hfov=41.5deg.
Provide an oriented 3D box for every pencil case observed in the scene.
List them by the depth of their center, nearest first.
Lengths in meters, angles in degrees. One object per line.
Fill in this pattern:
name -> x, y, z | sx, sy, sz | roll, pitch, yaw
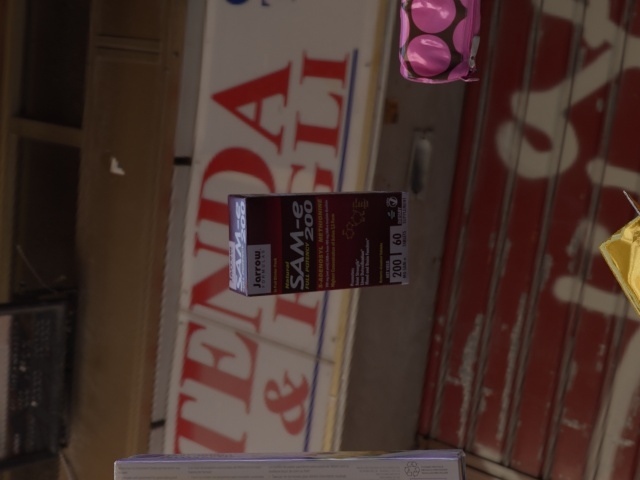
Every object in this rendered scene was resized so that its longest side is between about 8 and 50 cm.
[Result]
pencil case -> 0.145, -0.287, 0.969 | 0.095, 0.098, 0.209 | -21, -57, -31

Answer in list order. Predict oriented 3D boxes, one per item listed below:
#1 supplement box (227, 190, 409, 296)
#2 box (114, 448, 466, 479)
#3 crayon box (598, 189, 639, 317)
supplement box -> 0.000, 0.000, 1.127 | 0.239, 0.073, 0.130 | -4, -84, -25
box -> -0.028, 0.228, 0.774 | 0.063, 0.323, 0.067 | 29, -123, -75
crayon box -> 0.488, 0.096, 1.098 | 0.323, 0.203, 0.083 | 34, -63, -30
